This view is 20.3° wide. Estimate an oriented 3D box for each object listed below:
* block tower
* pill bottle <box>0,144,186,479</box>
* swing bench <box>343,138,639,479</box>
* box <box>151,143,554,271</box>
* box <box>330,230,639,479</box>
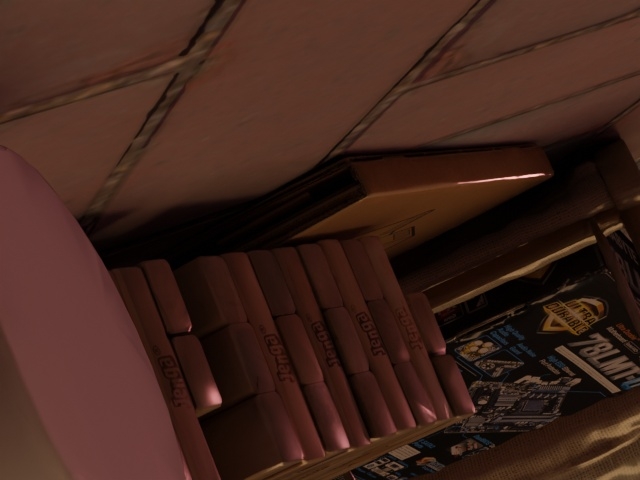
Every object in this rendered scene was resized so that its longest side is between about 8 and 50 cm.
[{"bbox_3d":[-0.072,0.064,0.667,0.097,0.091,0.335,-29,168,29],"label":"block tower"},{"bbox_3d":[-0.176,0.082,0.429,0.272,0.152,0.152,-23,172,7],"label":"pill bottle"},{"bbox_3d":[0.091,0.089,0.964,0.253,0.254,0.165,-26,148,8],"label":"swing bench"},{"bbox_3d":[0.000,0.000,0.832,0.164,0.021,0.201,-27,171,28],"label":"box"},{"bbox_3d":[0.108,0.097,1.247,0.293,0.073,0.295,-27,151,19],"label":"box"}]
